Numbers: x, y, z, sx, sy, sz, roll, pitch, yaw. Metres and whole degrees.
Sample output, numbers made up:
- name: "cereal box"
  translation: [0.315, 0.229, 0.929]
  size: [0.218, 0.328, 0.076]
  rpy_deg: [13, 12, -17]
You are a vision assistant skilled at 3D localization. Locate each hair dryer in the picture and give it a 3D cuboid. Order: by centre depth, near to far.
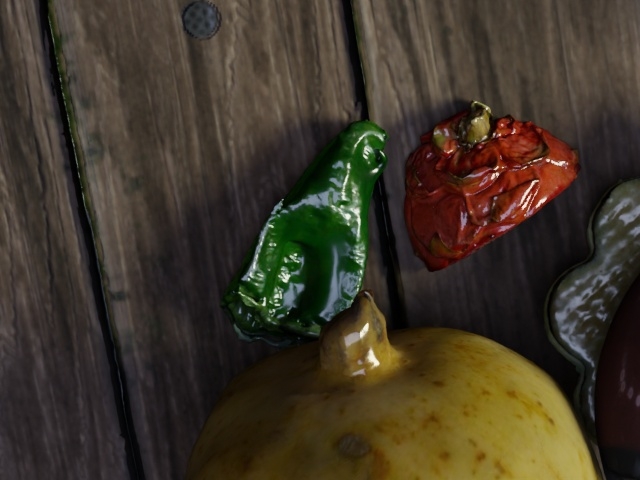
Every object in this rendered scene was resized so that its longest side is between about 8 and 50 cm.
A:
- name: "hair dryer"
  translation: [0.393, 0.094, 1.135]
  size: [0.340, 0.123, 0.313]
  rpy_deg: [24, 74, -4]

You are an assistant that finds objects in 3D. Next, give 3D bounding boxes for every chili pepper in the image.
- name: "chili pepper"
  translation: [0.000, 0.001, 1.226]
  size: [0.108, 0.062, 0.216]
  rpy_deg: [26, 98, -10]

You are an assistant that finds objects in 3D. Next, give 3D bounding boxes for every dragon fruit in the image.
- name: "dragon fruit"
  translation: [0.128, -0.052, 1.206]
  size: [0.162, 0.083, 0.106]
  rpy_deg: [-34, 95, 8]

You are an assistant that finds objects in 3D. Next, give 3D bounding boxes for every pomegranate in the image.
- name: "pomegranate"
  translation: [0.043, 0.199, 1.124]
  size: [0.342, 0.342, 0.343]
  rpy_deg: [0, 99, 1]

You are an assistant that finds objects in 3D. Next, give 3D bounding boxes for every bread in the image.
- name: "bread"
  translation: [0.304, 0.036, 1.209]
  size: [0.286, 0.056, 0.207]
  rpy_deg: [-35, 80, -2]
